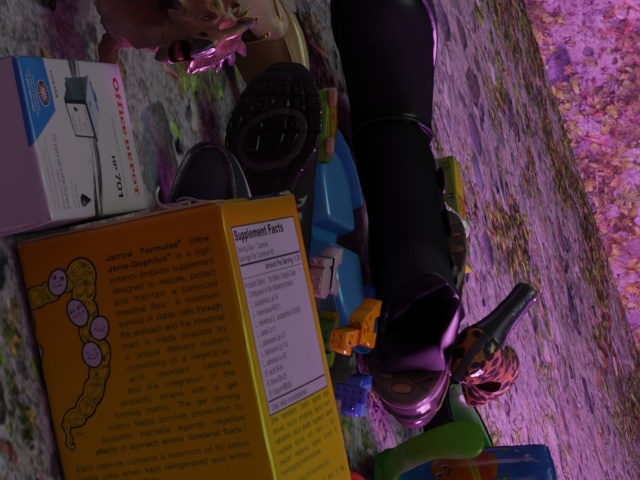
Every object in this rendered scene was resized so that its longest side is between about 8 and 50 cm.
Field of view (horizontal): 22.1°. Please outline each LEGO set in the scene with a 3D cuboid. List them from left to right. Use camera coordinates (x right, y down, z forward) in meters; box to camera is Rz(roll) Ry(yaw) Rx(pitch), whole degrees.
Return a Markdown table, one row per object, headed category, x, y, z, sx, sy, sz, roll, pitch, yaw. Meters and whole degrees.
| category | x | y | z | sx | sy | sz | roll | pitch | yaw |
| --- | --- | --- | --- | --- | --- | --- | --- | --- | --- |
| LEGO set | 0.014 | 0.127 | 1.868 | 0.093 | 0.087 | 0.227 | -8 | 106 | -65 |

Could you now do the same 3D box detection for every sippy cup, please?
| category | x | y | z | sx | sy | sz | roll | pitch | yaw |
| --- | --- | --- | --- | --- | --- | --- | --- | --- | --- |
| sippy cup | 0.204 | 0.364 | 2.106 | 0.305 | 0.224 | 0.240 | 51 | 27 | -74 |

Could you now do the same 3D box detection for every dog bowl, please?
| category | x | y | z | sx | sy | sz | roll | pitch | yaw |
| --- | --- | --- | --- | --- | --- | --- | --- | --- | --- |
| dog bowl | 0.000 | 0.000 | 2.031 | 0.166 | 0.074 | 0.297 | 25 | 56 | -67 |

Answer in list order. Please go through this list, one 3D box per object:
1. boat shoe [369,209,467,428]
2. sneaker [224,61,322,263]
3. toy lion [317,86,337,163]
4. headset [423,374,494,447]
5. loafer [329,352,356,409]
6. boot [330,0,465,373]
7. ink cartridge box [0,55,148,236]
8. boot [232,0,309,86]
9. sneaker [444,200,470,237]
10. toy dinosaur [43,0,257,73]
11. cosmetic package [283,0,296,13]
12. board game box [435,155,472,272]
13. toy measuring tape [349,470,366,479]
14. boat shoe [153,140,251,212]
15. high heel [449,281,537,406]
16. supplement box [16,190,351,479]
| category | x | y | z | sx | sy | sz | roll | pitch | yaw |
| --- | --- | --- | --- | --- | --- | --- | --- | --- | --- |
| boat shoe | 0.133 | 0.109 | 2.308 | 0.130 | 0.132 | 0.355 | 84 | 17 | -49 |
| sneaker | -0.053 | -0.059 | 1.863 | 0.130 | 0.109 | 0.286 | 22 | 76 | -83 |
| toy lion | 0.007 | -0.138 | 1.969 | 0.096 | 0.034 | 0.100 | 60 | 32 | -74 |
| headset | 0.260 | 0.374 | 2.384 | 0.243 | 0.185 | 0.394 | 41 | 29 | -60 |
| loafer | 0.028 | 0.177 | 2.053 | 0.125 | 0.045 | 0.039 | -78 | 157 | -56 |
| boot | 0.100 | -0.097 | 2.164 | 0.367 | 0.146 | 0.445 | 74 | 12 | -48 |
| ink cartridge box | -0.231 | -0.080 | 1.390 | 0.191 | 0.082 | 0.139 | -14 | 92 | -70 |
| boot | -0.102 | -0.250 | 1.848 | 0.203 | 0.095 | 0.262 | -58 | 131 | -65 |
| sneaker | 0.167 | -0.041 | 2.433 | 0.161 | 0.075 | 0.057 | 23 | 61 | -25 |
| toy dinosaur | -0.149 | -0.253 | 1.550 | 0.127 | 0.200 | 0.295 | 48 | 34 | -56 |
| cosmetic package | -0.073 | -0.334 | 2.045 | 0.041 | 0.060 | 0.115 | -8 | 85 | -71 |
| board game box | 0.177 | -0.033 | 2.538 | 0.043 | 0.092 | 0.181 | 40 | 42 | -62 |
| toy measuring tape | -0.002 | 0.285 | 1.785 | 0.330 | 0.121 | 0.121 | 53 | 30 | -51 |
| boat shoe | -0.125 | 0.002 | 1.640 | 0.079 | 0.095 | 0.254 | 69 | 26 | -59 |
| high heel | 0.204 | 0.188 | 2.260 | 0.186 | 0.093 | 0.261 | -44 | 160 | -38 |
| supplement box | -0.106 | 0.150 | 1.434 | 0.194 | 0.195 | 0.356 | -11 | 90 | -72 |
